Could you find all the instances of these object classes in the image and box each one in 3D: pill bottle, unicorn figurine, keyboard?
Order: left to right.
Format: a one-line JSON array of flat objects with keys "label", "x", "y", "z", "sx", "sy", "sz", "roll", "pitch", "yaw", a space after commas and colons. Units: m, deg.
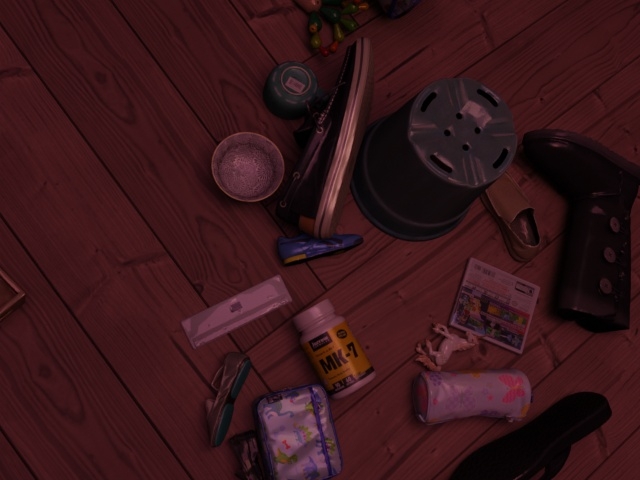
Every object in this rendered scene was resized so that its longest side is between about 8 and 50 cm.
[{"label": "keyboard", "x": -0.191, "y": 0.162, "z": 1.777, "sx": 0.256, "sy": 0.014, "sz": 0.072, "roll": -25, "pitch": 79, "yaw": -18}, {"label": "pill bottle", "x": 0.027, "y": 0.245, "z": 1.753, "sx": 0.119, "sy": 0.119, "sz": 0.208, "roll": -29, "pitch": 85, "yaw": -18}, {"label": "unicorn figurine", "x": 0.306, "y": 0.249, "z": 1.856, "sx": 0.111, "sy": 0.060, "sz": 0.162, "roll": 41, "pitch": 88, "yaw": -2}]

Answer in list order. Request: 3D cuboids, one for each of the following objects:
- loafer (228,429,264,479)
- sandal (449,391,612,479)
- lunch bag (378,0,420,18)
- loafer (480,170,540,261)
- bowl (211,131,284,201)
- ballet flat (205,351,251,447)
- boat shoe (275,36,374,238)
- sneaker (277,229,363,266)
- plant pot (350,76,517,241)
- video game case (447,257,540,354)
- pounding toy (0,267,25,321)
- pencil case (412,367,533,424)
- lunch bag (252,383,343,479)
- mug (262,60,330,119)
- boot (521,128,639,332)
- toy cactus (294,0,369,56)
[{"label": "loafer", "x": -0.158, "y": 0.504, "z": 1.684, "sx": 0.061, "sy": 0.062, "sz": 0.170, "roll": -11, "pitch": 70, "yaw": -7}, {"label": "sandal", "x": 0.505, "y": 0.503, "z": 1.793, "sx": 0.446, "sy": 0.167, "sz": 0.107, "roll": -25, "pitch": 102, "yaw": -17}, {"label": "lunch bag", "x": 0.166, "y": -0.754, "z": 1.876, "sx": 0.239, "sy": 0.385, "sz": 0.327, "roll": -36, "pitch": 87, "yaw": -14}, {"label": "loafer", "x": 0.489, "y": -0.079, "z": 1.951, "sx": 0.102, "sy": 0.092, "sz": 0.268, "roll": -24, "pitch": 84, "yaw": -18}, {"label": "bowl", "x": -0.176, "y": -0.162, "z": 1.818, "sx": 0.170, "sy": 0.080, "sz": 0.170, "roll": 3, "pitch": 76, "yaw": -13}, {"label": "ballet flat", "x": -0.217, "y": 0.348, "z": 1.707, "sx": 0.068, "sy": 0.072, "sz": 0.213, "roll": 14, "pitch": 72, "yaw": 19}, {"label": "boat shoe", "x": 0.018, "y": -0.253, "z": 1.803, "sx": 0.156, "sy": 0.187, "sz": 0.500, "roll": 15, "pitch": 81, "yaw": 11}, {"label": "sneaker", "x": 0.000, "y": 0.000, "z": 1.829, "sx": 0.209, "sy": 0.069, "sz": 0.082, "roll": -12, "pitch": 77, "yaw": -16}, {"label": "plant pot", "x": 0.271, "y": -0.201, "z": 1.802, "sx": 0.341, "sy": 0.334, "sz": 0.341, "roll": 3, "pitch": 76, "yaw": -13}, {"label": "video game case", "x": 0.433, "y": 0.163, "z": 1.920, "sx": 0.201, "sy": 0.023, "sz": 0.183, "roll": 23, "pitch": 73, "yaw": -8}, {"label": "pounding toy", "x": -0.723, "y": 0.125, "z": 1.624, "sx": 0.130, "sy": 0.100, "sz": 0.141, "roll": 46, "pitch": 61, "yaw": -1}, {"label": "pencil case", "x": 0.353, "y": 0.364, "z": 1.807, "sx": 0.273, "sy": 0.113, "sz": 0.124, "roll": 1, "pitch": 97, "yaw": -14}, {"label": "lunch bag", "x": -0.049, "y": 0.432, "z": 1.709, "sx": 0.176, "sy": 0.090, "sz": 0.218, "roll": -9, "pitch": 81, "yaw": -19}, {"label": "mug", "x": -0.057, "y": -0.374, "z": 1.885, "sx": 0.158, "sy": 0.097, "sz": 0.129, "roll": -17, "pitch": 82, "yaw": -16}, {"label": "boot", "x": 0.639, "y": -0.022, "z": 1.939, "sx": 0.367, "sy": 0.146, "sz": 0.445, "roll": 18, "pitch": 77, "yaw": -17}, {"label": "toy cactus", "x": 0.011, "y": -0.583, "z": 1.958, "sx": 0.181, "sy": 0.112, "sz": 0.219, "roll": 31, "pitch": 81, "yaw": 5}]
